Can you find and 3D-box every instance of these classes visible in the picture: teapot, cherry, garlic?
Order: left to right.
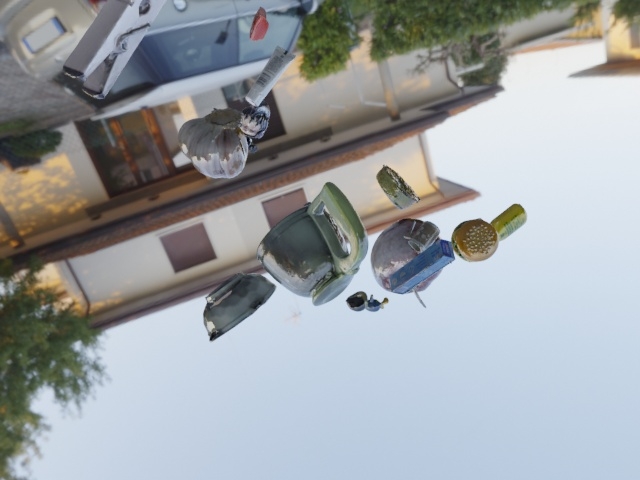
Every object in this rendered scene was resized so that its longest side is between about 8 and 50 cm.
[{"bbox_3d":[-0.283,-0.288,1.344,0.206,0.207,0.257,-16,-169,5],"label":"garlic"},{"bbox_3d":[0.008,0.028,1.276,0.321,0.239,0.239,-45,161,15],"label":"teapot"},{"bbox_3d":[0.359,0.065,1.961,0.326,0.291,0.335,-47,-157,13],"label":"cherry"}]

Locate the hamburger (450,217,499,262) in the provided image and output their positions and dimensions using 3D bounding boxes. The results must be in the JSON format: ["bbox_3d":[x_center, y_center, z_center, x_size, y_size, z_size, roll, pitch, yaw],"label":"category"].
[{"bbox_3d":[0.537,0.000,1.617,0.161,0.162,0.115,-19,179,-1],"label":"hamburger"}]

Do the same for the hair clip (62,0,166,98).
[{"bbox_3d":[-0.475,-0.496,1.104,0.085,0.101,0.331,24,-102,22],"label":"hair clip"}]

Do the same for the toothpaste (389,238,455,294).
[{"bbox_3d":[0.318,0.091,1.489,0.272,0.053,0.066,-47,-143,49],"label":"toothpaste"}]

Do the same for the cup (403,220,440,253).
[{"bbox_3d":[0.358,-0.015,1.639,0.099,0.074,0.102,-50,-153,-9],"label":"cup"}]

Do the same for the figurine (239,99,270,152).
[{"bbox_3d":[-0.293,-0.505,2.032,0.222,0.145,0.145,-58,-173,23],"label":"figurine"}]

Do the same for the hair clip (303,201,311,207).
[{"bbox_3d":[-0.001,0.001,2.092,0.110,0.359,0.095,-22,-174,-9],"label":"hair clip"}]

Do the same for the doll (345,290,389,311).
[{"bbox_3d":[0.184,0.249,1.910,0.179,0.102,0.089,3,-127,-19],"label":"doll"}]

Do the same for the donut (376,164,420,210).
[{"bbox_3d":[0.378,-0.260,2.357,0.107,0.272,0.272,-43,-166,18],"label":"donut"}]

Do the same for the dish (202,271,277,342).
[{"bbox_3d":[-0.284,0.191,1.524,0.303,0.120,0.303,-36,-174,5],"label":"dish"}]

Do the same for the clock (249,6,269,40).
[{"bbox_3d":[-0.273,-0.968,2.092,0.061,0.113,0.155,19,-145,-23],"label":"clock"}]

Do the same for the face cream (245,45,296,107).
[{"bbox_3d":[-0.193,-0.610,1.737,0.244,0.092,0.058,-56,165,-4],"label":"face cream"}]

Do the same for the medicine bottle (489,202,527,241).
[{"bbox_3d":[0.683,-0.026,1.847,0.308,0.111,0.076,-37,-150,-4],"label":"medicine bottle"}]
